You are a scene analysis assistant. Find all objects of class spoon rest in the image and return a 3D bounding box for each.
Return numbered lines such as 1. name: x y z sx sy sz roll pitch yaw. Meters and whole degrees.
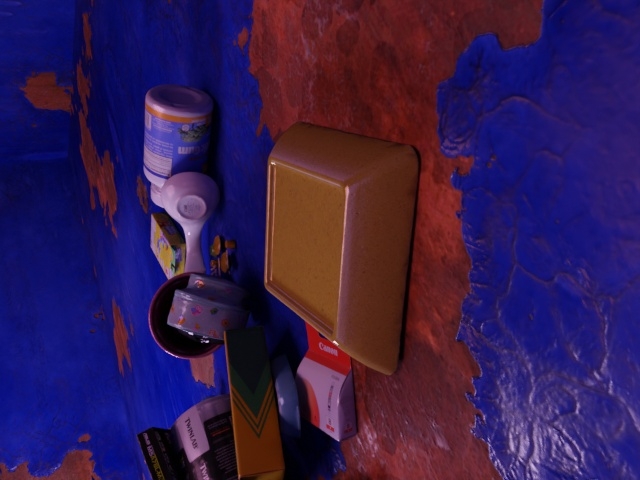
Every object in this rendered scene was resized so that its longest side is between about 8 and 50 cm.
1. spoon rest: -0.313 -0.047 1.330 0.084 0.137 0.277 -111 23 -52

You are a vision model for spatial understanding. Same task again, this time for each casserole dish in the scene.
1. casserole dish: -0.070 0.293 1.038 0.188 0.036 0.114 -130 35 -70

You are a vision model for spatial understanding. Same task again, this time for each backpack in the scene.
1. backpack: -0.235 0.148 1.167 0.188 0.165 0.145 -81 8 -89

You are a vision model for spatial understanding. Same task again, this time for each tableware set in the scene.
1. tableware set: -0.236 0.035 1.322 0.154 0.024 0.104 -32 61 59

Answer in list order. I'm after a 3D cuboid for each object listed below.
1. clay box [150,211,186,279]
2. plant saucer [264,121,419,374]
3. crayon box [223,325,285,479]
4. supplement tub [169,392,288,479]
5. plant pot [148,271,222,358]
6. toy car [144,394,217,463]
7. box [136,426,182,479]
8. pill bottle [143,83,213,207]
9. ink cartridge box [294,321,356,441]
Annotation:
1. clay box: -0.460 0.022 1.663 0.222 0.053 0.128 46 135 43
2. plant saucer: 0.000 0.000 0.851 0.332 0.080 0.333 28 120 53
3. crayon box: -0.126 0.355 1.044 0.203 0.083 0.323 99 162 -54
4. supplement tub: -0.180 0.521 1.174 0.338 0.207 0.207 59 143 33
5. plant pot: -0.315 0.187 1.349 0.180 0.201 0.202 143 115 -73
6. toy car: -0.332 0.541 1.389 0.219 0.237 0.211 37 119 50
7. box: -0.329 0.509 1.204 0.191 0.045 0.184 61 172 20
8. pill bottle: -0.341 -0.215 1.303 0.152 0.152 0.272 50 139 41
9. ink cartridge box: 0.002 0.238 0.954 0.145 0.045 0.180 6 105 58
